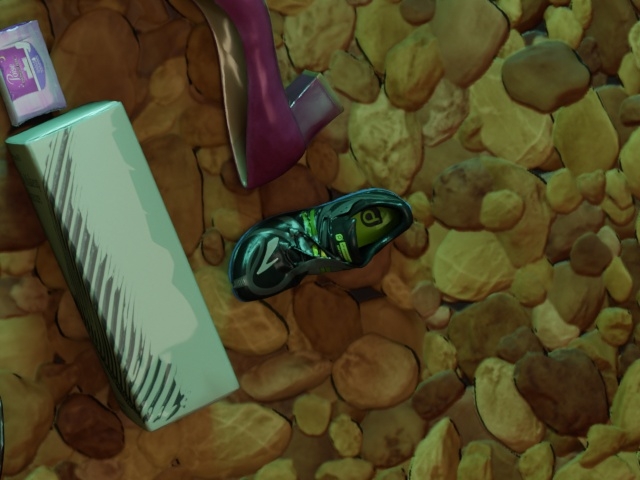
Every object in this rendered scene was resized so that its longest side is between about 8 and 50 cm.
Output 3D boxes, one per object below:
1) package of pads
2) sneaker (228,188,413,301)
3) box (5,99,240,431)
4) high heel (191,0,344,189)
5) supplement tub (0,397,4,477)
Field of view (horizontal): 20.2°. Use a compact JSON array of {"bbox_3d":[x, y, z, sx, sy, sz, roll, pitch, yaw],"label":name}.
[{"bbox_3d":[-0.257,-0.145,1.558,0.050,0.032,0.083,-22,101,-19],"label":"package of pads"},{"bbox_3d":[0.000,0.000,1.641,0.188,0.078,0.067,-23,101,-17],"label":"sneaker"},{"bbox_3d":[-0.172,0.020,1.561,0.094,0.113,0.275,-26,101,-16],"label":"box"},{"bbox_3d":[-0.091,-0.165,1.601,0.117,0.082,0.244,-43,114,-10],"label":"high heel"},{"bbox_3d":[-0.370,0.167,1.501,0.197,0.106,0.106,3,93,-20],"label":"supplement tub"}]
